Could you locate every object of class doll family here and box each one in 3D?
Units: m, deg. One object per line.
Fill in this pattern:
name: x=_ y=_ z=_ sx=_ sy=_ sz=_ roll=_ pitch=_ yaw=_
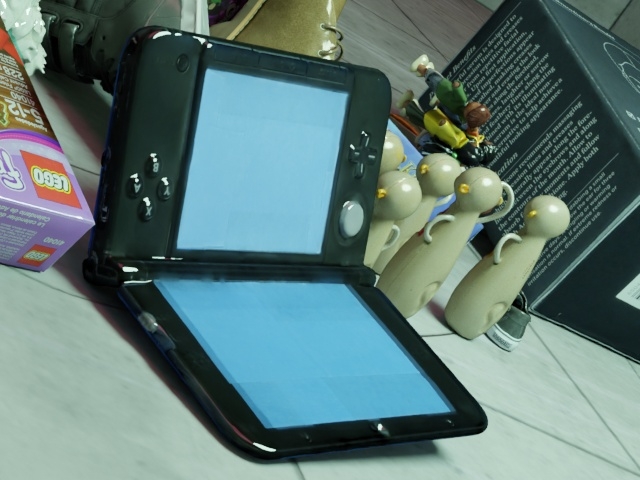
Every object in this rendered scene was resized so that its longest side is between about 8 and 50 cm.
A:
doll family: x=0.136 y=-0.099 z=1.676 sx=0.111 sy=0.076 sz=0.193 roll=43 pitch=-2 yaw=27

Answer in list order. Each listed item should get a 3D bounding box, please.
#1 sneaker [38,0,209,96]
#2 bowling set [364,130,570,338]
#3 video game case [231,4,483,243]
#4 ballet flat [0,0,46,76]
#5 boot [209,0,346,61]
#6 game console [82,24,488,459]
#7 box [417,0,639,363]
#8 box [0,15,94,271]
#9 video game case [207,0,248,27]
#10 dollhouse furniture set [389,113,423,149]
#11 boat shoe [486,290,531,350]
sneaker: x=-0.168 y=-0.135 z=1.394 sx=0.147 sy=0.104 sz=0.295 roll=-4 pitch=50 yaw=0
bowling set: x=0.065 y=-0.039 z=1.466 sx=0.200 sy=0.154 sz=0.287 roll=45 pitch=17 yaw=31
video game case: x=0.024 y=-0.121 z=1.680 sx=0.244 sy=0.061 sz=0.269 roll=48 pitch=3 yaw=40
ballet flat: x=-0.322 y=-0.246 z=1.368 sx=0.147 sy=0.147 sz=0.409 roll=23 pitch=23 yaw=-40
boot: x=-0.010 y=-0.196 z=1.523 sx=0.115 sy=0.305 sz=0.112 roll=41 pitch=-3 yaw=14
game console: x=0.000 y=0.000 z=1.152 sx=0.173 sy=0.250 sz=0.293 roll=14 pitch=7 yaw=36
box: x=0.333 y=-0.070 z=1.927 sx=0.294 sy=0.212 sz=0.395 roll=25 pitch=28 yaw=-35
box: x=-0.284 y=-0.096 z=0.985 sx=0.293 sy=0.057 sz=0.201 roll=16 pitch=39 yaw=-52
video game case: x=-0.177 y=-0.273 z=1.559 sx=0.232 sy=0.210 sz=0.042 roll=39 pitch=-12 yaw=9
dollhouse furniture set: x=0.155 y=-0.131 z=2.125 sx=0.152 sy=0.058 sz=0.076 roll=38 pitch=15 yaw=9
boat shoe: x=0.183 y=0.065 z=1.628 sx=0.049 sy=0.040 sz=0.142 roll=33 pitch=15 yaw=-9
